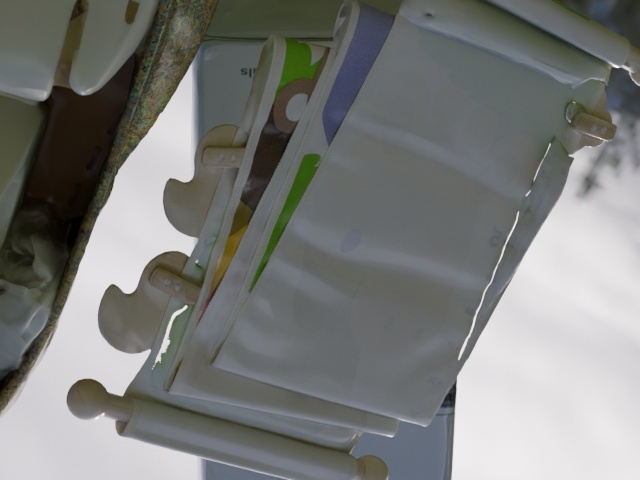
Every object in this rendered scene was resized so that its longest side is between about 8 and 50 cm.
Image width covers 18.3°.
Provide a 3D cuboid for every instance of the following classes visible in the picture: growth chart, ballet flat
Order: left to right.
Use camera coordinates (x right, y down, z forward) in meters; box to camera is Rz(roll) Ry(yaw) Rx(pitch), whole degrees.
[{"bbox_3d":[-0.119,-0.056,0.766,0.123,0.348,0.123,17,-149,-11],"label":"ballet flat"},{"bbox_3d":[0.018,-0.007,0.768,0.172,0.237,0.021,29,-174,-33],"label":"growth chart"}]

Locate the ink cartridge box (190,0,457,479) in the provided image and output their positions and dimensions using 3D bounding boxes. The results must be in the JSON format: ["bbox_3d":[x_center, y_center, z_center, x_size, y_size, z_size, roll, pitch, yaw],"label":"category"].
[{"bbox_3d":[0.000,0.000,0.999,0.129,0.307,0.223,0,-153,-3],"label":"ink cartridge box"}]
